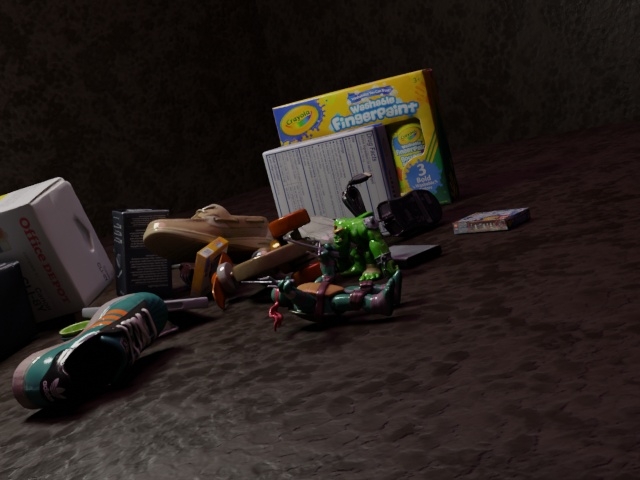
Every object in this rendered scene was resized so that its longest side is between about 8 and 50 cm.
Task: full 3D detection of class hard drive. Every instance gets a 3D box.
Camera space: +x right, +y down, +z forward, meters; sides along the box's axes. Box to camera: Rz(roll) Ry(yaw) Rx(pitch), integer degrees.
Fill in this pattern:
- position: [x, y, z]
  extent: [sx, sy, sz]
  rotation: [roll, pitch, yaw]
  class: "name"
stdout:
- position: [0.161, 0.031, 1.612]
  extent: [0.094, 0.022, 0.135]
  rotation: [-20, 11, -34]
  class: "hard drive"

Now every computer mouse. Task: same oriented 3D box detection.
- position: [0.156, -0.081, 1.880]
  extent: [0.262, 0.184, 0.060]
  rotation: [-25, -12, -40]
  class: "computer mouse"

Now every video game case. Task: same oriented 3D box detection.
- position: [-0.340, 0.131, 1.567]
  extent: [0.193, 0.023, 0.212]
  rotation: [-4, -3, -27]
  class: "video game case"

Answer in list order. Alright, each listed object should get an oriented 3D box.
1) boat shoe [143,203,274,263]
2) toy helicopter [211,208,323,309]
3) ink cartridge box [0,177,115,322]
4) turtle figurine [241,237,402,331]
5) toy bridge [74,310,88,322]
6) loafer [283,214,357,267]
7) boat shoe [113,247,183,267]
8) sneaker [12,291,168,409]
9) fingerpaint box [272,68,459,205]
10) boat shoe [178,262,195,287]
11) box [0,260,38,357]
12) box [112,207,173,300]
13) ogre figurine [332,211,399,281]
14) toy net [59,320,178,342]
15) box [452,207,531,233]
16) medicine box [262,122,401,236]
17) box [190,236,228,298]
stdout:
- position: [-0.247, -0.018, 1.814]
  extent: [0.121, 0.110, 0.341]
  rotation: [-27, -24, 38]
  class: "boat shoe"
- position: [-0.128, 0.056, 1.695]
  extent: [0.235, 0.140, 0.355]
  rotation: [-25, 0, -12]
  class: "toy helicopter"
- position: [-0.714, 0.049, 1.871]
  extent: [0.384, 0.279, 0.160]
  rotation: [-16, 21, 19]
  class: "ink cartridge box"
- position: [0.005, 0.075, 1.285]
  extent: [0.234, 0.118, 0.175]
  rotation: [4, 28, 13]
  class: "turtle figurine"
- position: [-0.459, 0.157, 1.777]
  extent: [0.188, 0.026, 0.063]
  rotation: [-7, 9, 40]
  class: "toy bridge"
- position: [0.000, 0.000, 1.816]
  extent: [0.111, 0.112, 0.319]
  rotation: [-12, 15, -20]
  class: "loafer"
- position: [-0.434, 0.020, 2.291]
  extent: [0.302, 0.091, 0.114]
  rotation: [-18, 37, 5]
  class: "boat shoe"
- position: [-0.320, 0.168, 1.264]
  extent: [0.121, 0.108, 0.302]
  rotation: [-7, 19, 34]
  class: "sneaker"
- position: [0.130, -0.251, 2.309]
  extent: [0.445, 0.371, 0.163]
  rotation: [-10, 9, 19]
  class: "fingerpaint box"
- position: [-0.289, 0.081, 1.905]
  extent: [0.066, 0.066, 0.183]
  rotation: [-36, 18, -9]
  class: "boat shoe"
- position: [-0.781, 0.178, 1.638]
  extent: [0.296, 0.183, 0.294]
  rotation: [-11, 10, 10]
  class: "box"
- position: [-0.407, 0.032, 1.859]
  extent: [0.108, 0.207, 0.153]
  rotation: [-4, 6, -22]
  class: "box"
- position: [0.076, 0.011, 1.561]
  extent: [0.097, 0.118, 0.197]
  rotation: [-15, 8, -7]
  class: "ogre figurine"
- position: [-0.379, 0.171, 1.500]
  extent: [0.232, 0.045, 0.122]
  rotation: [-12, 8, 11]
  class: "toy net"
- position: [0.363, -0.041, 1.736]
  extent: [0.094, 0.027, 0.137]
  rotation: [-20, 10, -42]
  class: "box"
- position: [0.038, -0.128, 2.012]
  extent: [0.289, 0.263, 0.149]
  rotation: [-12, 9, 14]
  class: "medicine box"
- position: [-0.237, 0.066, 1.731]
  extent: [0.028, 0.136, 0.081]
  rotation: [27, 38, 18]
  class: "box"
